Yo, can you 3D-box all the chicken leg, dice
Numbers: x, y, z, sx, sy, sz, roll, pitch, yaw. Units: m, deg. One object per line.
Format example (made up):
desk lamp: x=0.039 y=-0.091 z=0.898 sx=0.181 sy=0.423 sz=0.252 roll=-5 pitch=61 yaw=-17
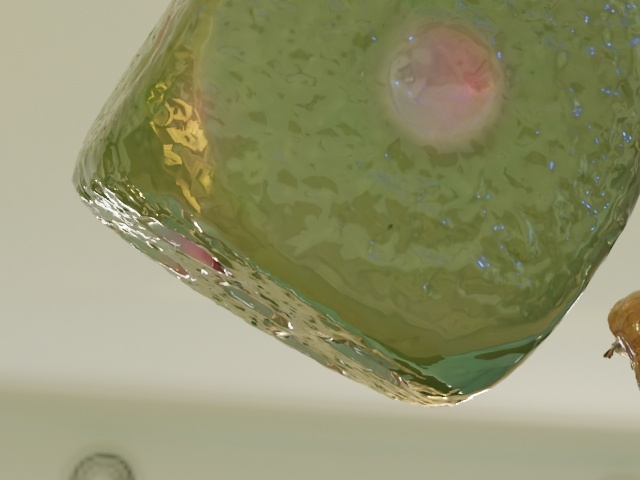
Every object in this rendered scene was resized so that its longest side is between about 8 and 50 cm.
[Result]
chicken leg: x=0.425 y=0.159 z=1.885 sx=0.085 sy=0.207 sz=0.101 roll=15 pitch=-41 yaw=-25
dice: x=0.031 y=-0.088 z=1.027 sx=0.318 sy=0.322 sz=0.330 roll=34 pitch=-9 yaw=-11
